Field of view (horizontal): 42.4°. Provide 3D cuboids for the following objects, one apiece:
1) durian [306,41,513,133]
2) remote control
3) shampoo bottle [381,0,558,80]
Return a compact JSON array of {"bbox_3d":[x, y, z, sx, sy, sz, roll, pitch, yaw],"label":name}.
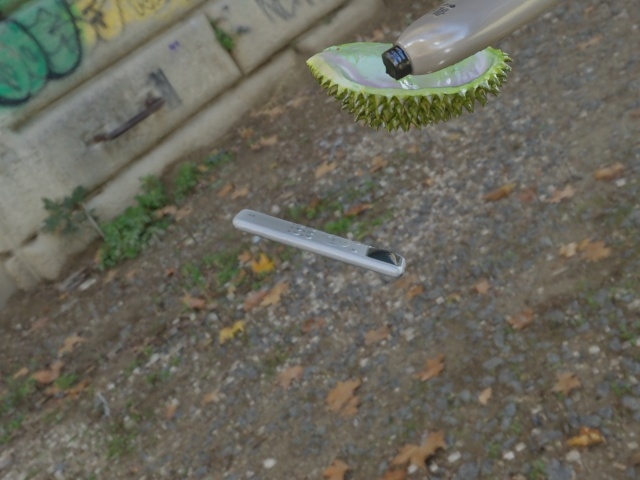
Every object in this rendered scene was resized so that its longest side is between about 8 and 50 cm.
[{"bbox_3d":[0.168,-0.279,1.414,0.355,0.170,0.157,-10,-7,-13],"label":"durian"},{"bbox_3d":[0.000,0.000,1.210,0.260,0.029,0.067,17,18,5],"label":"remote control"},{"bbox_3d":[0.198,-0.291,1.109,0.256,0.078,0.127,-32,27,-8],"label":"shampoo bottle"}]
